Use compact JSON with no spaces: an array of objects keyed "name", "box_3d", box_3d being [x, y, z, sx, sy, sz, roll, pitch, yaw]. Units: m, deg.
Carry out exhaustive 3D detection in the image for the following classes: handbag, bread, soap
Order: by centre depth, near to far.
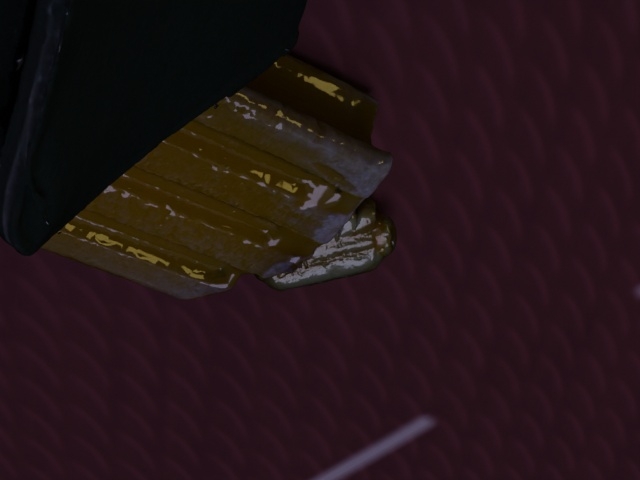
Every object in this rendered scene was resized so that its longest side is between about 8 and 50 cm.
[{"name":"handbag","box_3d":[-0.045,-0.147,0.537,0.079,0.260,0.247,33,127,8]},{"name":"soap","box_3d":[-0.095,-0.052,0.739,0.232,0.073,0.140,22,129,-30]},{"name":"bread","box_3d":[0.000,0.000,0.842,0.088,0.034,0.049,-15,122,-2]}]
